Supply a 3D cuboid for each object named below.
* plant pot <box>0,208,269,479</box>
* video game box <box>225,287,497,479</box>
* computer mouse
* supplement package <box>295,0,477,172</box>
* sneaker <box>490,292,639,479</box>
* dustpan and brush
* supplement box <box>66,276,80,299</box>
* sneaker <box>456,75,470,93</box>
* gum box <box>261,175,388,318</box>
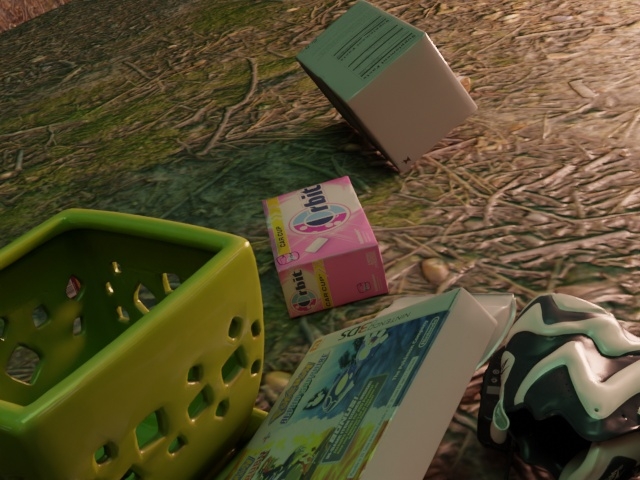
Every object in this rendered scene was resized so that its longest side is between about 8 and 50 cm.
[{"bbox_3d":[-0.176,0.125,0.697,0.227,0.207,0.228,10,36,37],"label":"plant pot"},{"bbox_3d":[0.014,0.137,0.633,0.187,0.048,0.205,-31,20,52],"label":"video game box"},{"bbox_3d":[0.144,0.167,0.661,0.071,0.041,0.242,5,39,18],"label":"computer mouse"},{"bbox_3d":[0.084,-0.220,1.232,0.134,0.139,0.244,-41,30,3],"label":"supplement package"},{"bbox_3d":[0.223,0.134,0.599,0.235,0.094,0.153,24,49,17],"label":"sneaker"},{"bbox_3d":[0.065,0.120,0.760,0.147,0.060,0.211,-6,21,47],"label":"dustpan and brush"},{"bbox_3d":[-0.328,0.043,1.074,0.043,0.055,0.083,-33,32,-30],"label":"supplement box"},{"bbox_3d":[0.168,-0.217,1.323,0.067,0.042,0.118,12,30,33],"label":"sneaker"},{"bbox_3d":[0.000,0.000,0.990,0.107,0.062,0.188,-15,28,-2],"label":"gum box"}]
